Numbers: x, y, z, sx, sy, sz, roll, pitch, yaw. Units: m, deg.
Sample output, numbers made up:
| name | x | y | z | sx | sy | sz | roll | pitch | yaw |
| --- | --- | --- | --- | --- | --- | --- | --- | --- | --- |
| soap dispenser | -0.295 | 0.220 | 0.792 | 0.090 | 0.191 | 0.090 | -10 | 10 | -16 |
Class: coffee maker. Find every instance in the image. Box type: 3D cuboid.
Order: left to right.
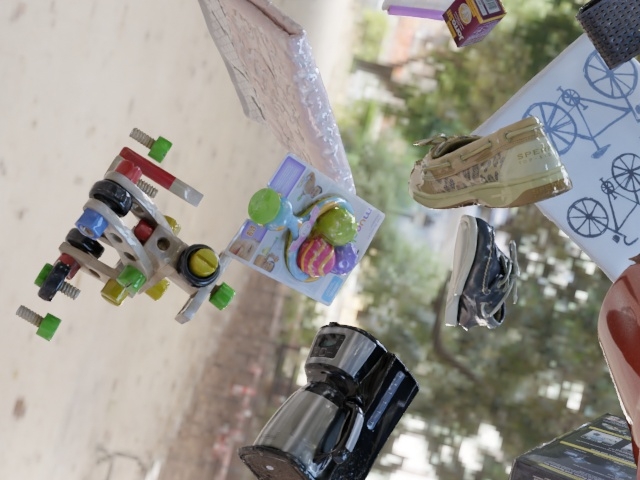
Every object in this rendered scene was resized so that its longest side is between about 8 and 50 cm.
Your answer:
| name | x | y | z | sx | sy | sz | roll | pitch | yaw |
| --- | --- | --- | --- | --- | --- | --- | --- | --- | --- |
| coffee maker | 0.017 | 0.203 | 1.495 | 0.178 | 0.120 | 0.171 | -55 | 146 | -29 |

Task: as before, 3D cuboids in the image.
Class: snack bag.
| name | x | y | z | sx | sy | sz | roll | pitch | yaw |
| --- | --- | --- | --- | --- | --- | --- | --- | --- | --- |
| snack bag | 0.428 | -0.118 | 2.037 | 0.323 | 0.342 | 0.037 | -42 | 174 | -28 |

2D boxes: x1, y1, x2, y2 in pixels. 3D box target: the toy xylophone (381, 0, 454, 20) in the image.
| name | x | y | z | sx | sy | sz | roll | pitch | yaw |
| --- | --- | --- | --- | --- | --- | --- | --- | --- | --- |
| toy xylophone | 0.144 | -0.515 | 2.210 | 0.081 | 0.236 | 0.323 | -164 | -93 | -80 |

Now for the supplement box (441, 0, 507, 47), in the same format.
| name | x | y | z | sx | sy | sz | roll | pitch | yaw |
| --- | --- | --- | --- | --- | --- | --- | --- | --- | --- |
| supplement box | 0.205 | -0.303 | 1.884 | 0.055 | 0.043 | 0.083 | 65 | -25 | 11 |

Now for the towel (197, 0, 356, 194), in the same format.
| name | x | y | z | sx | sy | sz | roll | pitch | yaw |
| --- | --- | --- | --- | --- | --- | --- | --- | --- | --- |
| towel | -0.074 | -0.247 | 2.161 | 0.317 | 0.053 | 0.332 | 44 | -17 | 42 |

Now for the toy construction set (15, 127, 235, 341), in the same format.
| name | x | y | z | sx | sy | sz | roll | pitch | yaw |
| --- | --- | --- | --- | --- | --- | --- | --- | --- | --- |
| toy construction set | -0.224 | 0.005 | 1.963 | 0.257 | 0.237 | 0.309 | -52 | -170 | 40 |

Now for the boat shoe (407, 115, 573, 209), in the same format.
| name | x | y | z | sx | sy | sz | roll | pitch | yaw |
| --- | --- | --- | --- | --- | --- | --- | --- | --- | --- |
| boat shoe | 0.177 | -0.088 | 1.542 | 0.285 | 0.104 | 0.089 | 3 | -69 | 65 |

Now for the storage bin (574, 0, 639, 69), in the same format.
| name | x | y | z | sx | sy | sz | roll | pitch | yaw |
| --- | --- | --- | --- | --- | --- | --- | --- | --- | --- |
| storage bin | 0.422 | -0.303 | 1.774 | 0.180 | 0.084 | 0.122 | -34 | -174 | 22 |

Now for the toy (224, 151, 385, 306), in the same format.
| name | x | y | z | sx | sy | sz | roll | pitch | yaw |
| --- | --- | --- | --- | --- | --- | --- | --- | --- | --- |
| toy | 0.000 | 0.000 | 1.659 | 0.237 | 0.056 | 0.137 | 30 | 93 | -52 |

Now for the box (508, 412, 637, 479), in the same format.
| name | x | y | z | sx | sy | sz | roll | pitch | yaw |
| --- | --- | --- | --- | --- | --- | --- | --- | --- | --- |
| box | 0.457 | 0.329 | 1.671 | 0.318 | 0.395 | 0.097 | -6 | 110 | -59 |

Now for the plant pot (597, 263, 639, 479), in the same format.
| name | x | y | z | sx | sy | sz | roll | pitch | yaw |
| --- | --- | --- | --- | --- | --- | --- | --- | --- | --- |
| plant pot | 0.425 | 0.147 | 1.482 | 0.265 | 0.272 | 0.272 | -103 | -157 | -60 |

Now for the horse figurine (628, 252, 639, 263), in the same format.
| name | x | y | z | sx | sy | sz | roll | pitch | yaw |
| --- | --- | --- | --- | --- | --- | --- | --- | --- | --- |
| horse figurine | 0.398 | -0.060 | 1.406 | 0.263 | 0.066 | 0.174 | -29 | 117 | -42 |

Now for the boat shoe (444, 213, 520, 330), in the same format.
| name | x | y | z | sx | sy | sz | roll | pitch | yaw |
| --- | --- | --- | --- | --- | --- | --- | --- | --- | --- |
| boat shoe | 0.189 | 0.044 | 1.627 | 0.254 | 0.079 | 0.095 | 87 | 13 | -63 |
